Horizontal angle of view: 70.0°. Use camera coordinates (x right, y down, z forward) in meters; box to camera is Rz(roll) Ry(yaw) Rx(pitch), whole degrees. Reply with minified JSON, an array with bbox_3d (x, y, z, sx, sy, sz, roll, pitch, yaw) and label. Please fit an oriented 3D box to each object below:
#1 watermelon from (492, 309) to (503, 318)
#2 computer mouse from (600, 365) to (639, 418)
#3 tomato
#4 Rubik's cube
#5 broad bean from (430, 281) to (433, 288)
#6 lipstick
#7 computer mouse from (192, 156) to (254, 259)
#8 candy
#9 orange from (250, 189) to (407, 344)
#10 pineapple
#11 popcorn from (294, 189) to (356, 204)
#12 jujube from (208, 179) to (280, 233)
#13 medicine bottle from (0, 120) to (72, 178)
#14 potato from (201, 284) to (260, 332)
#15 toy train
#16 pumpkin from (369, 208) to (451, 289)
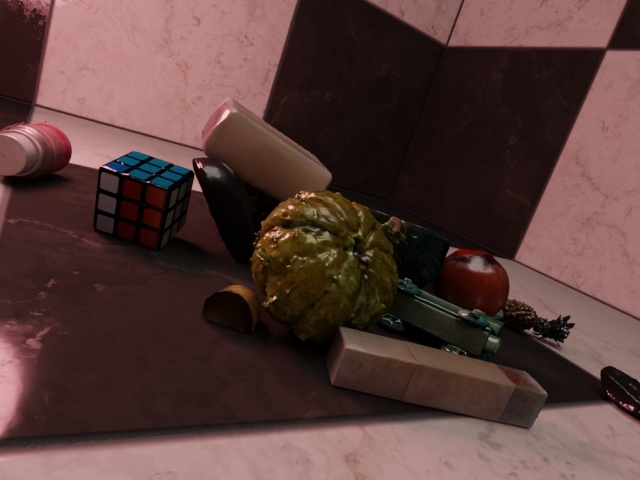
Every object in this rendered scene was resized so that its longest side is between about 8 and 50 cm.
[{"bbox_3d":[0.479,0.184,1.398,0.180,0.094,0.081,45,21,31],"label":"watermelon"},{"bbox_3d":[0.703,0.359,1.039,0.099,0.057,0.172,16,24,-21],"label":"computer mouse"},{"bbox_3d":[0.427,0.120,1.298,0.208,0.184,0.208,-11,20,4],"label":"tomato"},{"bbox_3d":[-0.405,-0.094,1.059,0.160,0.163,0.162,19,27,-2],"label":"Rubik's cube"},{"bbox_3d":[0.439,0.142,1.510,0.165,0.084,0.114,19,8,-30],"label":"broad bean"},{"bbox_3d":[0.197,0.233,0.776,0.371,0.076,0.080,16,14,-12],"label":"lipstick"},{"bbox_3d":[-0.226,-0.091,1.137,0.100,0.269,0.170,-23,32,-12],"label":"computer mouse"},{"bbox_3d":[-0.153,-0.236,1.268,0.359,0.145,0.208,31,16,-30],"label":"candy"},{"bbox_3d":[0.008,0.060,0.877,0.300,0.223,0.301,27,48,-18],"label":"orange"},{"bbox_3d":[0.630,0.232,1.361,0.221,0.103,0.083,21,12,15],"label":"pineapple"},{"bbox_3d":[0.000,0.000,1.134,0.206,0.251,0.237,-4,35,-26],"label":"popcorn"},{"bbox_3d":[-0.230,-0.115,1.392,0.197,0.197,0.290,21,13,10],"label":"jujube"},{"bbox_3d":[-0.776,-0.237,1.216,0.147,0.147,0.247,16,13,-12],"label":"medicine bottle"},{"bbox_3d":[-0.150,0.110,0.826,0.096,0.066,0.103,22,10,-2],"label":"potato"},{"bbox_3d":[0.267,0.177,1.052,0.298,0.120,0.194,25,6,26],"label":"toy train"},{"bbox_3d":[0.191,0.041,1.273,0.293,0.197,0.263,19,-3,18],"label":"pumpkin"}]
